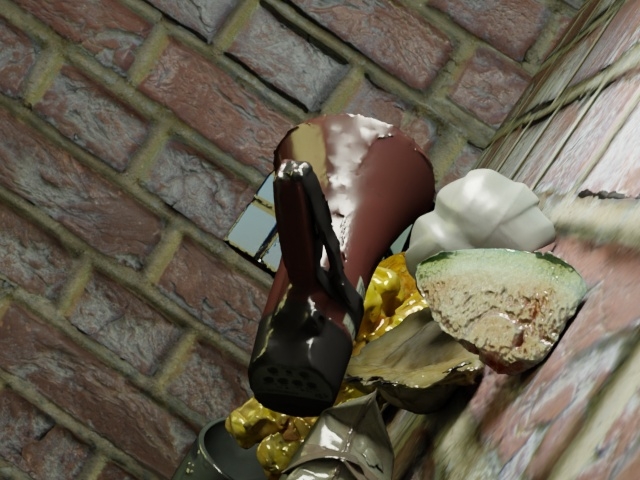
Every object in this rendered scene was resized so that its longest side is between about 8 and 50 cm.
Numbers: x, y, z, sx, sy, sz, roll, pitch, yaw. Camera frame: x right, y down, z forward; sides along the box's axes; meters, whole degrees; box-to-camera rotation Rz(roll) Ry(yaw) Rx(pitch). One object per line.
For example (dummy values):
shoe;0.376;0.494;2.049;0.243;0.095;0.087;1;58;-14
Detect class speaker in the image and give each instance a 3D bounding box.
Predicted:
speaker;0.022;0.001;1.217;0.329;0.198;0.259;-74;9;-48

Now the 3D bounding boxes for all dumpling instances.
dumpling;0.103;0.145;1.251;0.166;0.086;0.332;-23;3;8

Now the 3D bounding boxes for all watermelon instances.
watermelon;0.152;0.057;0.970;0.094;0.081;0.180;-36;30;-15

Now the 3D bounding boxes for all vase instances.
vase;-0.200;0.443;1.773;0.301;0.156;0.251;-52;5;12

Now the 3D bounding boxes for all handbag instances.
handbag;-0.004;0.270;1.091;0.270;0.117;0.182;-54;-16;-54

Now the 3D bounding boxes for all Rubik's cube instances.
Rubik's cube;0.049;-0.003;2.120;0.288;0.283;0.293;-55;-37;-6

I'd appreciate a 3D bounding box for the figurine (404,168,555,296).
figurine;0.169;0.005;1.263;0.176;0.133;0.236;-54;-3;8

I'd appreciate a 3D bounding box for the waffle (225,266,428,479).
waffle;0.025;0.190;1.584;0.261;0.151;0.324;-22;-24;-53

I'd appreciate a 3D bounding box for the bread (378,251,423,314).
bread;0.106;0.116;1.875;0.198;0.120;0.236;-38;7;18
